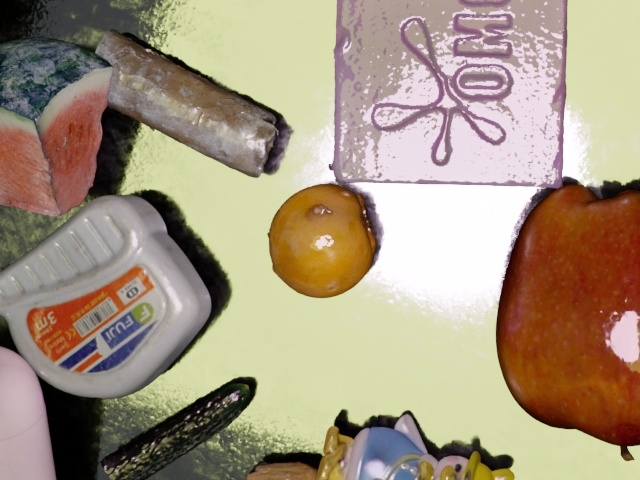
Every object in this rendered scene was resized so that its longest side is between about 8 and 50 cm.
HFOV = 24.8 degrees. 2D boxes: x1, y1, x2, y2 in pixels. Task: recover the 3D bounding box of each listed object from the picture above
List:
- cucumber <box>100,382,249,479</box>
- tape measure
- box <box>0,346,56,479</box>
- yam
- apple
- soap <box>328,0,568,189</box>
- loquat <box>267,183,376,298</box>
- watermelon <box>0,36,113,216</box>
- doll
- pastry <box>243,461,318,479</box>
[{"bbox_3d":[-0.179,0.245,1.865,0.215,0.058,0.052,-33,56,6],"label":"cucumber"},{"bbox_3d":[-0.278,0.075,1.832,0.243,0.125,0.246,-36,87,12],"label":"tape measure"},{"bbox_3d":[-0.474,0.300,1.801,0.289,0.141,0.349,-9,117,-12],"label":"box"},{"bbox_3d":[-0.171,-0.169,1.815,0.259,0.093,0.093,27,97,4],"label":"yam"},{"bbox_3d":[0.343,0.092,1.680,0.288,0.288,0.316,-1,87,7],"label":"apple"},{"bbox_3d":[0.157,-0.210,1.765,0.285,0.107,0.296,0,94,10],"label":"soap"},{"bbox_3d":[0.000,0.000,1.785,0.141,0.141,0.141,1,94,7],"label":"loquat"},{"bbox_3d":[-0.393,-0.119,1.781,0.318,0.148,0.226,-25,97,29],"label":"watermelon"},{"bbox_3d":[0.119,0.294,1.812,0.241,0.135,0.098,10,124,8],"label":"doll"},{"bbox_3d":[-0.045,0.354,1.843,0.153,0.081,0.153,1,99,7],"label":"pastry"}]
